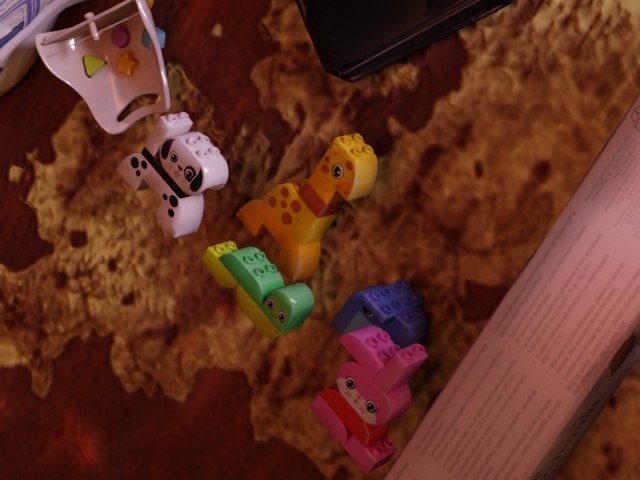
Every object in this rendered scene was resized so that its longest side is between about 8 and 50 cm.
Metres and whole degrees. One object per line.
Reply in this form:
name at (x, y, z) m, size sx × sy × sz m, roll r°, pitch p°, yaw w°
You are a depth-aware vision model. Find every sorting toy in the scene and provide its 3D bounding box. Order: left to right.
sorting toy at (-0.124, -0.108, 0.800) m, size 0.083 × 0.045 × 0.075 m, roll -19°, pitch 89°, yaw 27°

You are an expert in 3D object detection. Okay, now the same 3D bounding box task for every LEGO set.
LEGO set at (0.000, 0.000, 0.704) m, size 0.227 × 0.087 × 0.093 m, roll 48°, pitch 127°, yaw 19°

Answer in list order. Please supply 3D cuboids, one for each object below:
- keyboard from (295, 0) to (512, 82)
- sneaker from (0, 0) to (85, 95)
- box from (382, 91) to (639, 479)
keyboard at (0.034, -0.268, 0.714) m, size 0.201 × 0.033 × 0.317 m, roll -25°, pitch 80°, yaw 28°
sneaker at (-0.190, -0.190, 0.782) m, size 0.296 × 0.131 × 0.112 m, roll -46°, pitch 69°, yaw 20°
box at (0.123, 0.051, 0.653) m, size 0.067 × 0.063 × 0.324 m, roll 38°, pitch 108°, yaw 24°
